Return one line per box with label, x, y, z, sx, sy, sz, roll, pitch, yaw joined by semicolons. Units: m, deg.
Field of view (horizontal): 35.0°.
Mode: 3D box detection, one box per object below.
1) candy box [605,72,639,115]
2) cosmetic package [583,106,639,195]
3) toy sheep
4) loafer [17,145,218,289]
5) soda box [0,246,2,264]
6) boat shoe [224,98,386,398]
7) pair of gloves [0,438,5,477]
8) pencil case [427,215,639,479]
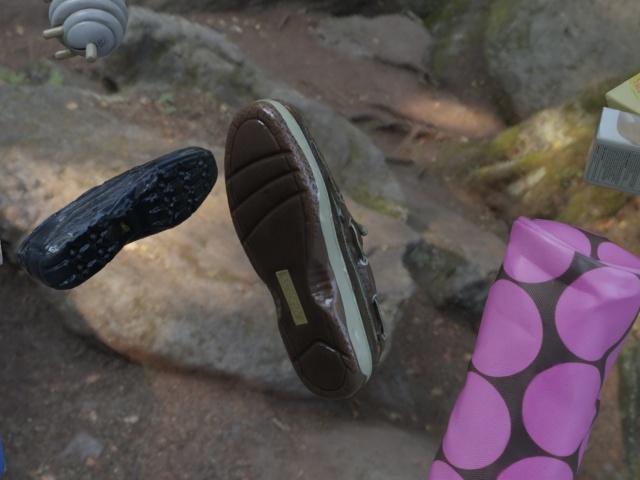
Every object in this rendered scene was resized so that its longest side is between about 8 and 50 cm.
candy box;0.433;-0.095;0.927;0.088;0.182;0.316;62;-6;-35
cosmetic package;0.287;-0.068;0.860;0.115;0.060;0.041;15;54;10
toy sheep;-0.248;-0.236;1.080;0.091;0.091;0.132;13;51;-36
loafer;-0.197;-0.033;0.999;0.078;0.076;0.223;22;47;40
soda box;-0.513;0.013;1.254;0.216;0.074;0.069;-14;68;-6
boat shoe;-0.006;0.001;0.864;0.095;0.095;0.258;-31;112;-51
pair of gloves;-0.354;0.139;0.856;0.198;0.159;0.023;11;17;14
pencil case;0.119;0.095;0.573;0.095;0.209;0.098;22;8;8
